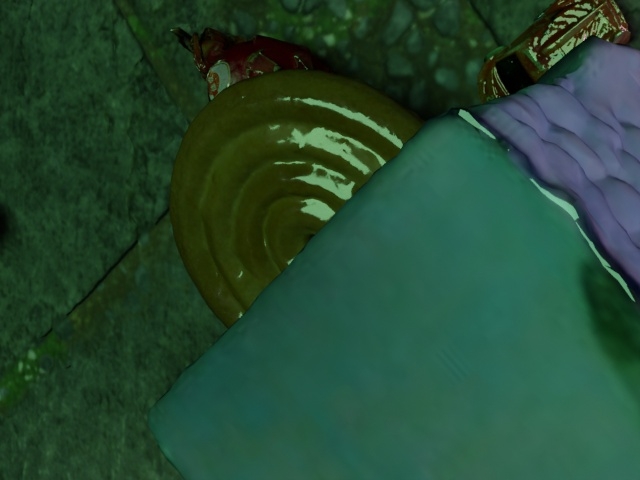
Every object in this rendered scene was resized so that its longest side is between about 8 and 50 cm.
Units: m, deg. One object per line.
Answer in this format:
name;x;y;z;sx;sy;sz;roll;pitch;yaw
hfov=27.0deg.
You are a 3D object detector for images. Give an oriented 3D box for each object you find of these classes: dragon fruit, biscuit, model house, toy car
dragon fruit;-0.061;-0.122;1.037;0.190;0.094;0.094;30;110;35
biscuit;0.000;0.001;0.978;0.262;0.037;0.262;12;119;22
model house;0.143;0.086;0.781;0.297;0.339;0.360;48;129;8
toy car;0.155;-0.126;0.915;0.122;0.035;0.059;-38;76;29
